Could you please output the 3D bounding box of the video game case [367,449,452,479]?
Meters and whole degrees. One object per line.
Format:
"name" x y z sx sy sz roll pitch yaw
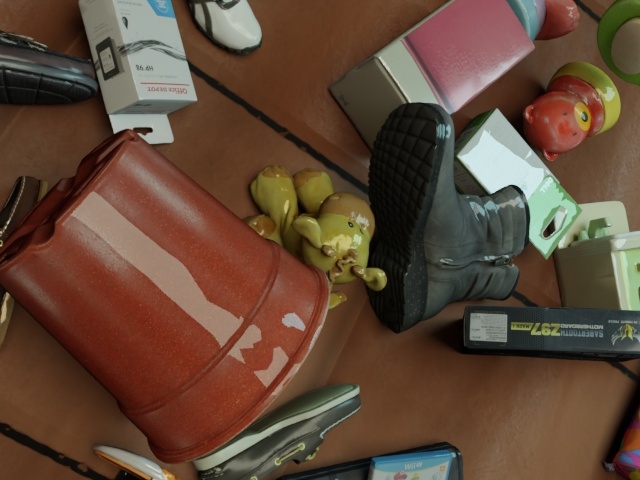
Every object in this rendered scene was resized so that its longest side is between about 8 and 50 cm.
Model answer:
"video game case" 0.106 0.354 1.101 0.119 0.015 0.166 2 105 -27

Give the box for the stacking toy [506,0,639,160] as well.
"stacking toy" 0.340 -0.280 1.201 0.130 0.279 0.309 -37 94 -26

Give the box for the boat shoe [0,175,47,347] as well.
"boat shoe" -0.363 0.020 0.942 0.073 0.073 0.207 20 74 -24

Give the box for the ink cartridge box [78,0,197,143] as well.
"ink cartridge box" -0.215 -0.211 1.030 0.104 0.060 0.180 -14 88 -56

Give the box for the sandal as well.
"sandal" -0.160 0.327 0.974 0.265 0.102 0.076 40 66 -16

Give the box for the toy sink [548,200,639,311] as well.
"toy sink" 0.461 0.049 1.283 0.152 0.131 0.234 -6 85 -25

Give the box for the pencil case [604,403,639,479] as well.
"pencil case" 0.531 0.274 1.303 0.104 0.104 0.236 39 71 -15

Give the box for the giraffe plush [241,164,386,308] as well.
"giraffe plush" 0.000 0.000 1.058 0.181 0.170 0.210 6 80 -24

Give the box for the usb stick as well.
"usb stick" 0.065 0.322 1.108 0.278 0.045 0.077 -5 88 -26

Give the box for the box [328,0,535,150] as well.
"box" 0.154 -0.239 1.176 0.232 0.148 0.127 -39 99 -23

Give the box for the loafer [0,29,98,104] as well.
"loafer" -0.403 -0.216 0.946 0.302 0.109 0.095 1 78 -21

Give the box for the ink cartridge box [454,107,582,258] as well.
"ink cartridge box" 0.280 -0.079 1.257 0.209 0.062 0.109 46 67 -12

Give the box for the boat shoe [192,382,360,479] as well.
"boat shoe" -0.045 0.248 1.054 0.227 0.081 0.069 -23 95 -19

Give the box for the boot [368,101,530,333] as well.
"boot" 0.181 -0.046 1.122 0.222 0.118 0.338 -17 132 -26

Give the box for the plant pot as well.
"plant pot" -0.178 0.044 0.894 0.265 0.272 0.272 45 67 -21

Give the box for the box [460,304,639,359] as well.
"box" 0.304 0.125 1.121 0.232 0.183 0.059 2 81 8

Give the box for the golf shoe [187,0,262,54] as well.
"golf shoe" -0.136 -0.331 1.089 0.077 0.094 0.198 -43 102 -25
